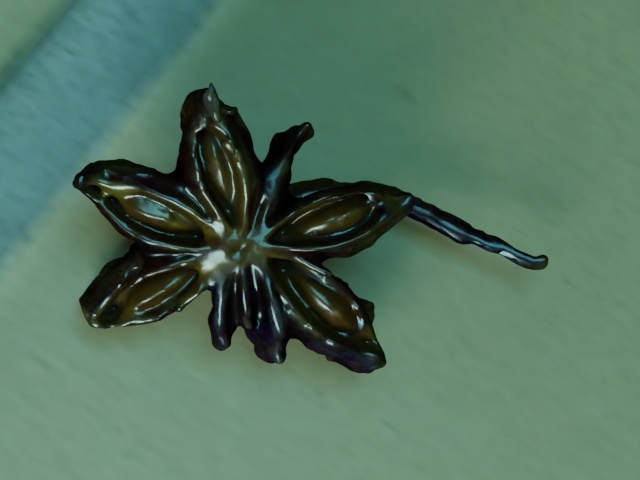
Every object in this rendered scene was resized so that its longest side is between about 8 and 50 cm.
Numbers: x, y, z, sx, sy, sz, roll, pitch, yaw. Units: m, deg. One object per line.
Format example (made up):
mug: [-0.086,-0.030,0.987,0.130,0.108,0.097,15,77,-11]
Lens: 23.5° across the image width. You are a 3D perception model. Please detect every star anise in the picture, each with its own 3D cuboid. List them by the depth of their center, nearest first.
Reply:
star anise: [0.000,0.000,0.576,0.191,0.070,0.097,13,97,-13]
